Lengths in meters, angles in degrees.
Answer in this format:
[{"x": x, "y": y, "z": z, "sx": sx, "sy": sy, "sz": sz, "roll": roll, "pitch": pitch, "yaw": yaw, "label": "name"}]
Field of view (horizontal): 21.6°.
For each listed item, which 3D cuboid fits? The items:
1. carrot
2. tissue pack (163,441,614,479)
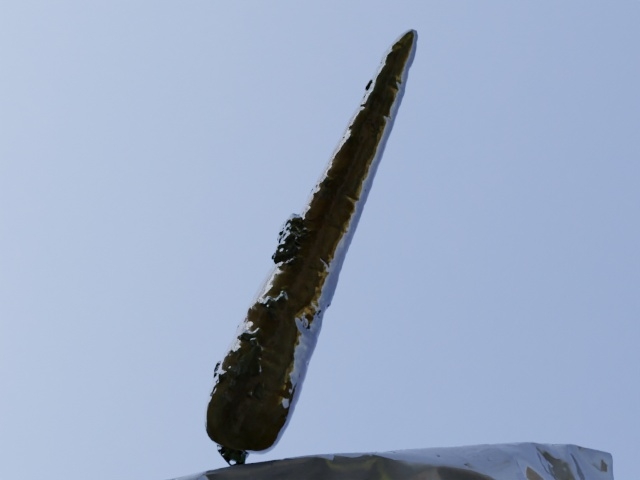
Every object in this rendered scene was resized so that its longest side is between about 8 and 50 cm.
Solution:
[{"x": 0.000, "y": 0.000, "z": 0.885, "sx": 0.049, "sy": 0.049, "sz": 0.254, "roll": 22, "pitch": -101, "yaw": 10, "label": "carrot"}, {"x": 0.056, "y": 0.197, "z": 0.821, "sx": 0.305, "sy": 0.238, "sz": 0.238, "roll": -1, "pitch": -79, "yaw": -24, "label": "tissue pack"}]
